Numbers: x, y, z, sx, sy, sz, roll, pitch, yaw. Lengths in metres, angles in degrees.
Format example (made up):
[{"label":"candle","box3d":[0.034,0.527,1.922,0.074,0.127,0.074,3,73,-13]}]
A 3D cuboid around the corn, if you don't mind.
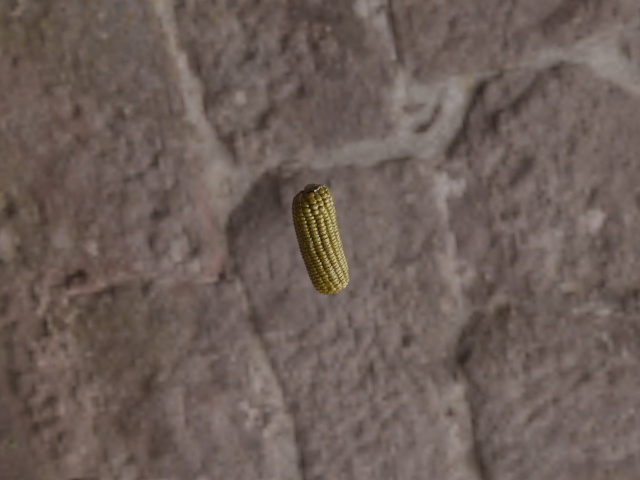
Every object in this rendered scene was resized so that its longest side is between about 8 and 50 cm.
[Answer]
[{"label":"corn","box3d":[0.000,0.000,1.114,0.037,0.037,0.092,-67,144,-64]}]
